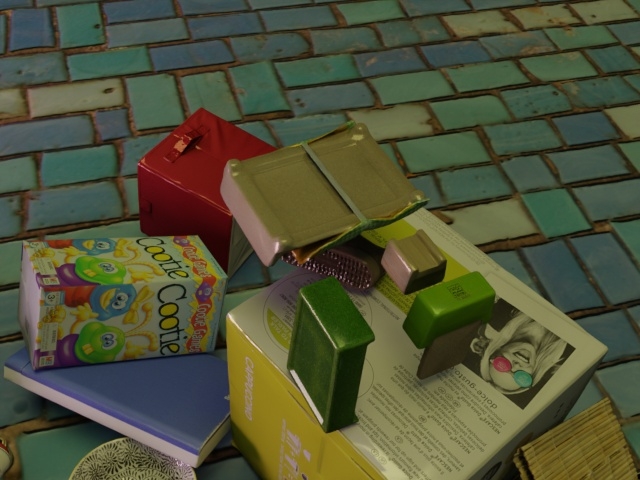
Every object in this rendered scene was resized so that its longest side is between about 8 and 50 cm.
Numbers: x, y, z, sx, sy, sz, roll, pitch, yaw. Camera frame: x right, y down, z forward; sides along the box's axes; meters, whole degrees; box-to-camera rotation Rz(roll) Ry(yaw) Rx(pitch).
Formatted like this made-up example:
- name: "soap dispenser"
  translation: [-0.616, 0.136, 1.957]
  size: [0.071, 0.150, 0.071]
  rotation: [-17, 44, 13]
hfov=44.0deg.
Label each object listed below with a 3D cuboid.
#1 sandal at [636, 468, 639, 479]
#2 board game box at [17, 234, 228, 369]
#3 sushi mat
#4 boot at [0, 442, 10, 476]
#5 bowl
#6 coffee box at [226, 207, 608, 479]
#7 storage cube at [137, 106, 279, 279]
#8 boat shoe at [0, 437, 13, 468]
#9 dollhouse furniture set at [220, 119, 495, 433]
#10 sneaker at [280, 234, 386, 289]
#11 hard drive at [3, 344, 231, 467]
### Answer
- name: "sandal"
  translation: [0.465, 0.373, 1.149]
  size: [0.255, 0.054, 0.097]
  rotation: [-5, 49, -9]
- name: "board game box"
  translation: [-0.303, 0.087, 1.209]
  size: [0.275, 0.142, 0.144]
  rotation: [-2, 29, -31]
- name: "sushi mat"
  translation: [0.341, 0.303, 1.015]
  size: [0.317, 0.019, 0.151]
  rotation: [-2, 71, -53]
- name: "boot"
  translation: [-0.523, 0.263, 1.101]
  size: [0.244, 0.088, 0.176]
  rotation: [-10, 38, 14]
- name: "bowl"
  translation: [-0.255, 0.358, 1.074]
  size: [0.170, 0.080, 0.170]
  rotation: [7, 38, -5]
- name: "coffee box"
  translation: [0.102, 0.216, 1.067]
  size: [0.334, 0.337, 0.338]
  rotation: [-32, 58, -28]
- name: "storage cube"
  translation: [-0.189, -0.081, 1.399]
  size: [0.193, 0.215, 0.183]
  rotation: [30, 51, 12]
- name: "boat shoe"
  translation: [-0.500, 0.335, 1.101]
  size: [0.056, 0.048, 0.153]
  rotation: [37, 55, 26]
- name: "dollhouse furniture set"
  translation: [0.028, 0.028, 0.906]
  size: [0.198, 0.151, 0.301]
  rotation: [-19, 52, -21]
- name: "sneaker"
  translation: [0.000, 0.000, 1.000]
  size: [0.188, 0.066, 0.071]
  rotation: [30, 36, 16]
- name: "hard drive"
  translation: [-0.274, 0.206, 1.194]
  size: [0.319, 0.040, 0.210]
  rotation: [21, 25, 13]
